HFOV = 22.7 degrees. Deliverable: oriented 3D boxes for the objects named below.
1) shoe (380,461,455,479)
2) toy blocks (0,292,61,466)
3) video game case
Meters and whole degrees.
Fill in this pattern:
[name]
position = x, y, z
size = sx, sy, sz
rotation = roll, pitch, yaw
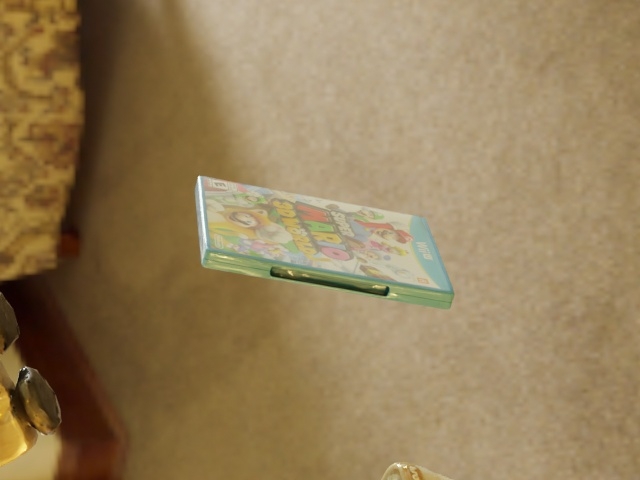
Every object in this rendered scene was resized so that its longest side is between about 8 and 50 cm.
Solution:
[shoe]
position = 0.041, 0.228, 1.062
size = 0.219, 0.058, 0.076
rotation = -62, 34, 40
[toy blocks]
position = -0.192, 0.210, 0.418
size = 0.289, 0.309, 0.260
rotation = 63, -173, -4
[video game case]
position = 0.000, 0.000, 1.069
size = 0.119, 0.166, 0.015
rotation = -104, 27, -64
